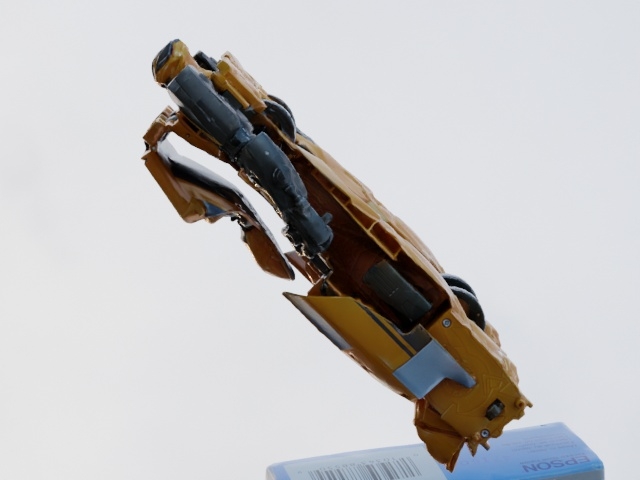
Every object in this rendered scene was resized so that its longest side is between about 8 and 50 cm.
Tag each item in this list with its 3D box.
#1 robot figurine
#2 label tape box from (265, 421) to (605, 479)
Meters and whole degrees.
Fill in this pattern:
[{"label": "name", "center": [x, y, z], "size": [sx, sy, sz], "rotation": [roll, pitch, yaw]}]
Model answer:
[{"label": "robot figurine", "center": [0.000, 0.000, 1.145], "size": [0.291, 0.085, 0.211], "rotation": [44, 5, -6]}, {"label": "label tape box", "center": [0.099, 0.335, 1.528], "size": [0.115, 0.249, 0.347], "rotation": [-137, -139, -72]}]
